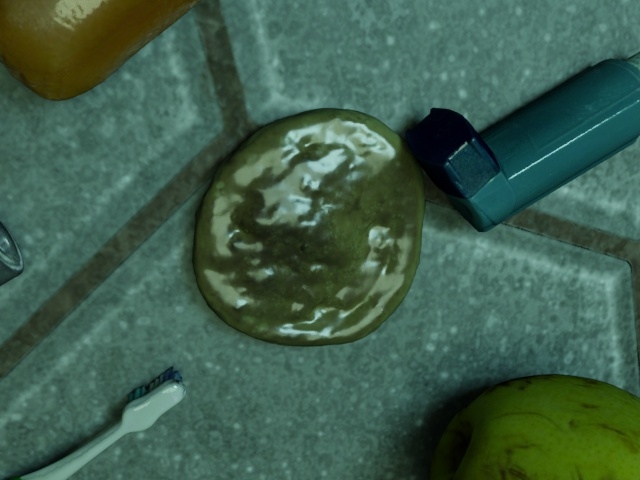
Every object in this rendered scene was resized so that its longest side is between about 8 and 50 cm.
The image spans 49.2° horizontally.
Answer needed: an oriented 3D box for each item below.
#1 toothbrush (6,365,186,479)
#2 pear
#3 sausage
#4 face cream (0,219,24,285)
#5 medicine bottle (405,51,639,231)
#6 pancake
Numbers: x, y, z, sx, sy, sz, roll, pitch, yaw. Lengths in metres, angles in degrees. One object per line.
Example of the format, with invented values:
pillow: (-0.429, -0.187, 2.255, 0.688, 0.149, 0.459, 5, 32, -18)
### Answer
toothbrush: (-0.301, 0.253, 0.662, 0.418, 0.040, 0.042, -36, 113, -1)
pear: (0.236, 0.269, 0.684, 0.283, 0.283, 0.284, -4, 107, -12)
sausage: (-0.132, -0.219, 0.527, 0.274, 0.105, 0.105, -40, 111, 1)
face cream: (-0.384, 0.067, 0.568, 0.283, 0.073, 0.073, -31, 111, -3)
medicine bottle: (0.211, -0.103, 0.650, 0.258, 0.079, 0.124, -29, 128, -5)
pancake: (0.000, 0.000, 0.651, 0.242, 0.050, 0.242, -4, 108, -12)
